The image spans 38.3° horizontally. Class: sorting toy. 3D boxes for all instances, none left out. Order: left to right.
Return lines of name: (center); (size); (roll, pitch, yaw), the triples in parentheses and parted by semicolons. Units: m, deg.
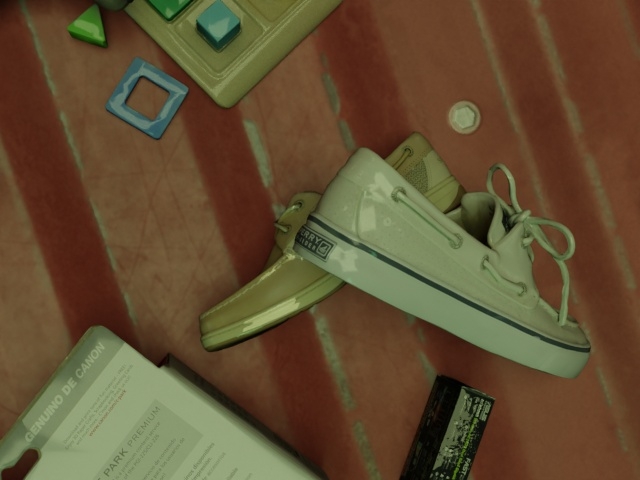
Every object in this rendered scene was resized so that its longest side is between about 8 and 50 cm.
sorting toy: (-0.097, -0.262, 0.913); (0.348, 0.047, 0.196); (-45, 95, -7)

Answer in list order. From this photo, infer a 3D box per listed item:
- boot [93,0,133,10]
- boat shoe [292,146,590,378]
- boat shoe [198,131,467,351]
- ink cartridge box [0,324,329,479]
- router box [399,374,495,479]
boot: (-0.302, -0.239, 0.860); (0.246, 0.083, 0.161); (35, 88, 12)
boat shoe: (0.148, 0.008, 0.846); (0.367, 0.136, 0.156); (26, 93, -33)
boat shoe: (0.000, 0.000, 0.896); (0.302, 0.109, 0.098); (-33, 88, -13)
ink cartridge box: (-0.185, 0.269, 0.848); (0.272, 0.130, 0.309); (39, 84, -4)
router box: (0.124, 0.200, 0.913); (0.038, 0.092, 0.122); (21, 87, -8)
